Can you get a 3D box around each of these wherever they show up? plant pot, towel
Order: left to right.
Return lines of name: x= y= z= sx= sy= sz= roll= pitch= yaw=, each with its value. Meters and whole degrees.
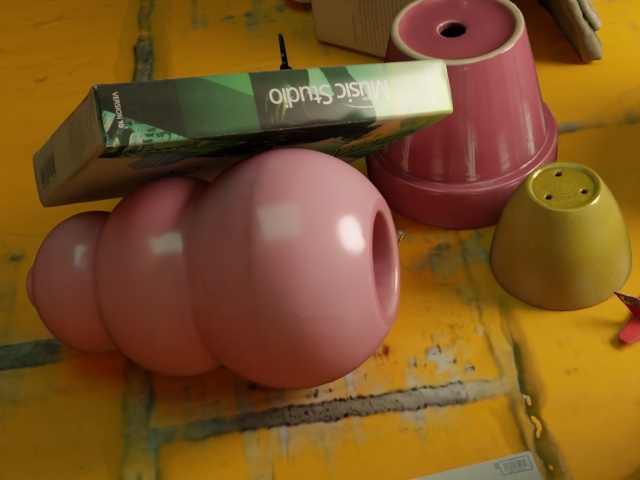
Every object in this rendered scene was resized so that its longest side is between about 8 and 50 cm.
plant pot: x=0.140 y=-0.142 z=1.064 sx=0.201 sy=0.180 sz=0.201 roll=-4 pitch=45 yaw=4
towel: x=0.229 y=-0.401 z=1.227 sx=0.056 sy=0.324 sz=0.312 roll=-29 pitch=44 yaw=8
plant pot: x=0.225 y=-0.016 z=0.981 sx=0.134 sy=0.095 sz=0.134 roll=-4 pitch=44 yaw=4

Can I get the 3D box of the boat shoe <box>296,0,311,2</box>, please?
boat shoe: x=0.057 y=-0.429 z=1.427 sx=0.306 sy=0.105 sz=0.113 roll=-37 pitch=50 yaw=-26

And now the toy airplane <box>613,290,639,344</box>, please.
toy airplane: x=0.326 y=0.079 z=0.915 sx=0.151 sy=0.028 sz=0.151 roll=-5 pitch=43 yaw=4

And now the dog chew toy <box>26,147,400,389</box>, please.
dog chew toy: x=-0.103 y=0.030 z=0.924 sx=0.332 sy=0.206 sz=0.206 roll=-4 pitch=44 yaw=16

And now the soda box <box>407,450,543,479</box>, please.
soda box: x=0.064 y=0.225 z=0.775 sx=0.216 sy=0.074 sz=0.069 roll=-12 pitch=44 yaw=-3

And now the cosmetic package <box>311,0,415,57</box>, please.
cosmetic package: x=0.098 y=-0.323 z=1.277 sx=0.184 sy=0.151 sz=0.151 roll=20 pitch=50 yaw=27

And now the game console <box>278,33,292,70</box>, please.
game console: x=-0.056 y=-0.141 z=1.137 sx=0.107 sy=0.122 sz=0.071 roll=-33 pitch=48 yaw=-22

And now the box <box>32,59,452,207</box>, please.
box: x=-0.075 y=-0.095 z=0.952 sx=0.322 sy=0.232 sz=0.058 roll=-11 pitch=86 yaw=-27

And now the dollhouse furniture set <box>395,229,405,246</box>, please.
dollhouse furniture set: x=0.000 y=0.000 z=1.055 sx=0.152 sy=0.058 sz=0.076 roll=27 pitch=44 yaw=8
